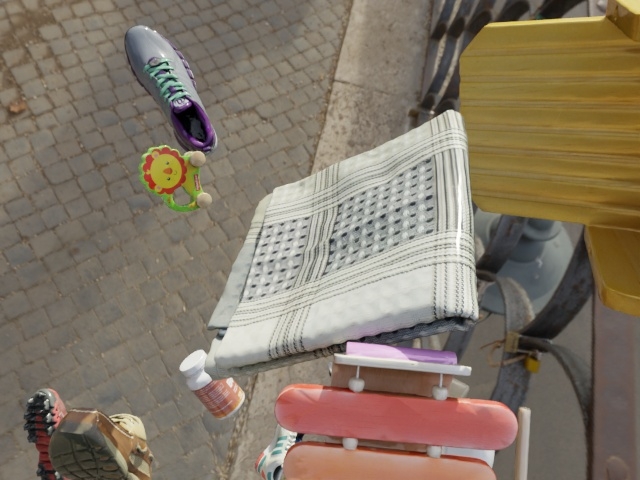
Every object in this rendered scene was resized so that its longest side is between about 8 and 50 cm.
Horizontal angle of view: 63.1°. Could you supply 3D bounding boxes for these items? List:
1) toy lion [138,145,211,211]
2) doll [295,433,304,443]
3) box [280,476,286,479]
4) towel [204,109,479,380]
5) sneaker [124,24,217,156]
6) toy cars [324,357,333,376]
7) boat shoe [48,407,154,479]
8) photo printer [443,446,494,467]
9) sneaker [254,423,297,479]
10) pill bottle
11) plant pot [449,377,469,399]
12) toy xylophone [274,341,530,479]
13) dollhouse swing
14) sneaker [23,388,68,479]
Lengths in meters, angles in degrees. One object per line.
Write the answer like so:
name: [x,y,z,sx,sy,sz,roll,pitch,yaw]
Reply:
toy lion: [-0.214,-0.089,0.761,0.096,0.034,0.100,-17,108,-33]
doll: [-0.055,0.500,1.405,0.046,0.189,0.129,7,39,-17]
box: [-0.020,0.704,1.459,0.207,0.036,0.114,34,104,-28]
towel: [0.014,-0.003,0.592,0.056,0.324,0.312,47,37,-33]
sneaker: [-0.223,-0.234,0.802,0.083,0.098,0.224,-34,104,-12]
toy cars: [0.050,0.355,1.596,0.087,0.176,0.394,-23,72,-5]
boat shoe: [-0.369,0.367,0.913,0.122,0.324,0.120,6,46,2]
photo printer: [0.426,0.685,1.760,0.307,0.107,0.256,6,95,29]
sneaker: [-0.070,0.437,1.091,0.075,0.057,0.161,30,87,46]
pill bottle: [-0.349,0.459,1.669,0.121,0.121,0.216,-43,113,-24]
plant pot: [0.161,0.276,0.841,0.109,0.109,0.096,24,35,20]
toy xylophone: [0.084,0.243,0.470,0.236,0.081,0.323,-3,93,2]
dollhouse swing: [0.323,-0.114,0.666,0.305,0.347,0.315,3,30,19]
sneaker: [-0.656,0.485,1.317,0.097,0.135,0.276,0,106,20]
